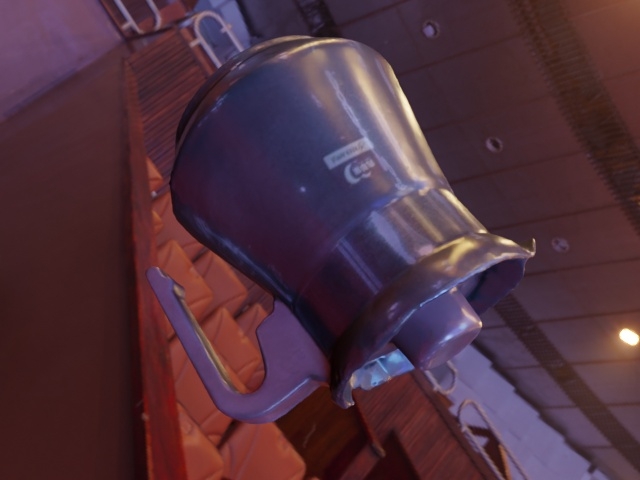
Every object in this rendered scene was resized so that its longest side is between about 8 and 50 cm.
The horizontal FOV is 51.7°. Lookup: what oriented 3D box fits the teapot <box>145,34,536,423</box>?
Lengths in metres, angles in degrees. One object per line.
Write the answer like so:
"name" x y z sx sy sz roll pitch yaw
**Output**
"teapot" 0.000 0.000 0.723 0.361 0.376 0.305 52 -3 27
